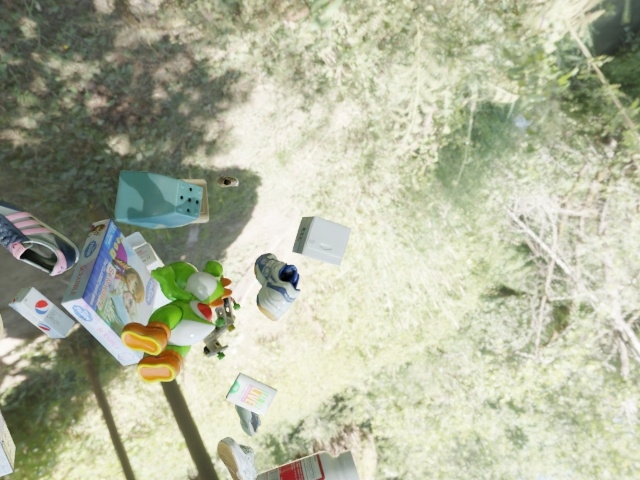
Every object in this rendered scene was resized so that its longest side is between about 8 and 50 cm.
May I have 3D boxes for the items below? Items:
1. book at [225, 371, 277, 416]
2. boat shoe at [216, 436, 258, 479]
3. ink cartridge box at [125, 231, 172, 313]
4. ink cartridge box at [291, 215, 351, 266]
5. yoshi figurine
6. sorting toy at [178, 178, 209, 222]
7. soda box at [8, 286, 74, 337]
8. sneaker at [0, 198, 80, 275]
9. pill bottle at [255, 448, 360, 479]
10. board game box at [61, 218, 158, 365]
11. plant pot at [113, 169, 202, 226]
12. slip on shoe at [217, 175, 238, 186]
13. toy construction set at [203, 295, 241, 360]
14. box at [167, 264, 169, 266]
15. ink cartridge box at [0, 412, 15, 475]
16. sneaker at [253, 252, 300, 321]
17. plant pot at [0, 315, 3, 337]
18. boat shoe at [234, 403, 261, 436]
[{"bbox_3d":[-0.228,0.508,1.539,0.096,0.144,0.035,-60,-164,-1],"label":"book"},{"bbox_3d":[-0.275,0.742,1.591,0.096,0.098,0.277,-43,139,-37],"label":"boat shoe"},{"bbox_3d":[-0.702,0.150,1.808,0.207,0.119,0.353,-31,144,-12],"label":"ink cartridge box"},{"bbox_3d":[0.000,0.000,1.460,0.128,0.127,0.176,18,178,-15],"label":"ink cartridge box"},{"bbox_3d":[-0.375,0.171,1.184,0.203,0.203,0.362,-43,-167,31],"label":"yoshi figurine"},{"bbox_3d":[-0.638,-0.164,1.980,0.307,0.229,0.041,-3,147,-15],"label":"sorting toy"},{"bbox_3d":[-0.998,0.262,1.670,0.069,0.074,0.216,-7,133,22],"label":"soda box"},{"bbox_3d":[-0.843,-0.013,1.297,0.112,0.319,0.131,-55,-163,15],"label":"sneaker"},{"bbox_3d":[-0.042,1.009,1.898,0.407,0.229,0.229,-17,165,-5],"label":"pill bottle"},{"bbox_3d":[-0.614,0.156,1.405,0.065,0.319,0.318,-13,134,5],"label":"board game box"},{"bbox_3d":[-0.502,-0.129,1.480,0.234,0.166,0.165,1,172,28],"label":"plant pot"},{"bbox_3d":[-0.447,-0.276,2.193,0.135,0.051,0.041,11,-168,36],"label":"slip on shoe"},{"bbox_3d":[-0.455,0.383,2.003,0.257,0.237,0.309,-29,165,-7],"label":"toy construction set"},{"bbox_3d":[-0.703,0.267,2.066,0.270,0.165,0.143,-46,136,-29],"label":"box"},{"bbox_3d":[-0.936,0.571,1.339,0.046,0.097,0.207,-12,120,-24],"label":"ink cartridge box"},{"bbox_3d":[-0.115,0.109,1.361,0.131,0.296,0.112,-43,119,13],"label":"sneaker"},{"bbox_3d":[-1.232,0.340,1.702,0.109,0.109,0.096,-3,135,-7],"label":"plant pot"},{"bbox_3d":[-0.273,0.660,1.783,0.068,0.081,0.228,-40,142,-39],"label":"boat shoe"}]
